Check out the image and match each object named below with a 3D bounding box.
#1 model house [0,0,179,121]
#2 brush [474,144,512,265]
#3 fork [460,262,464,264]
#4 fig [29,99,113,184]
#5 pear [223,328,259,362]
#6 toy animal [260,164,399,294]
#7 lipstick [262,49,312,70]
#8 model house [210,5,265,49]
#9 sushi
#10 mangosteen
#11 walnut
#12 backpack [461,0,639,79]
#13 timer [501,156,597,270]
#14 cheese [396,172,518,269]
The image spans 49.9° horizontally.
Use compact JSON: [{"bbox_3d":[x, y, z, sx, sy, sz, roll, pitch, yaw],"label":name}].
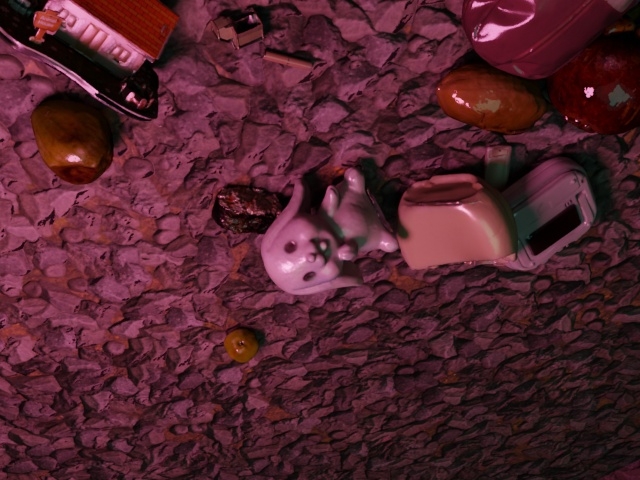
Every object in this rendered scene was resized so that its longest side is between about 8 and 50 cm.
[{"bbox_3d":[-0.349,-0.350,1.101,0.293,0.207,0.154,31,117,-33],"label":"model house"},{"bbox_3d":[0.395,-0.081,1.596,0.060,0.050,0.321,-4,125,-3],"label":"brush"},{"bbox_3d":[0.318,-0.023,1.649,0.039,0.021,0.235,-15,135,9],"label":"fork"},{"bbox_3d":[-0.463,-0.190,1.288,0.144,0.154,0.166,-31,100,37],"label":"fig"},{"bbox_3d":[-0.202,0.271,1.778,0.092,0.097,0.092,-1,100,-7],"label":"pear"},{"bbox_3d":[0.004,-0.018,1.448,0.289,0.249,0.174,-8,172,-34],"label":"toy animal"},{"bbox_3d":[-0.062,-0.338,1.289,0.094,0.019,0.019,10,130,-19],"label":"lipstick"},{"bbox_3d":[-0.146,-0.372,1.226,0.083,0.057,0.058,-28,161,-10],"label":"model house"},{"bbox_3d":[-0.156,-0.065,1.476,0.150,0.091,0.078,9,133,-21],"label":"sushi"},{"bbox_3d":[0.556,-0.329,1.297,0.215,0.215,0.258,20,107,-26],"label":"mangosteen"},{"bbox_3d":[0.341,-0.275,1.344,0.245,0.137,0.137,12,130,-9],"label":"walnut"},{"bbox_3d":[0.393,-0.429,1.171,0.283,0.197,0.317,22,131,-28],"label":"backpack"},{"bbox_3d":[0.510,-0.054,1.578,0.262,0.087,0.237,-36,130,4],"label":"timer"},{"bbox_3d":[0.294,-0.022,1.504,0.265,0.127,0.233,-3,117,39],"label":"cheese"}]
